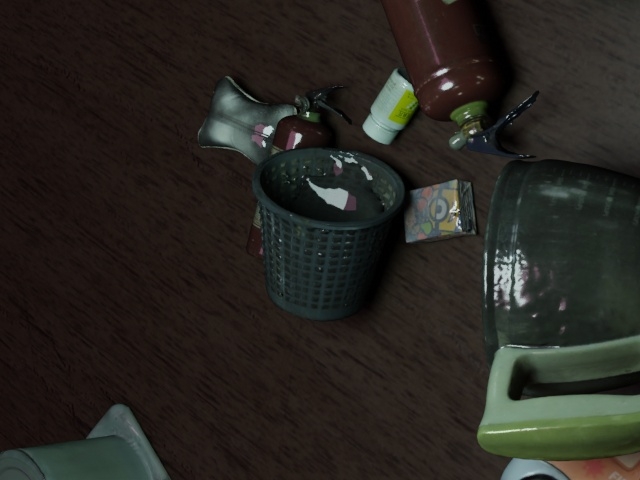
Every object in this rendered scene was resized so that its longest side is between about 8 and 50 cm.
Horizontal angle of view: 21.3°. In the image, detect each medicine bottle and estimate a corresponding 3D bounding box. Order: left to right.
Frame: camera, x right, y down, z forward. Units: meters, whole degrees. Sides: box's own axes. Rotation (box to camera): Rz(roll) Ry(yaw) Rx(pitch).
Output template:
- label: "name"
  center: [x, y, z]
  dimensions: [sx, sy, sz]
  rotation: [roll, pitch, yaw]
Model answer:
- label: "medicine bottle"
  center: [0.086, -0.155, 1.968]
  dimensions: [0.047, 0.047, 0.083]
  rotation: [48, 120, 31]

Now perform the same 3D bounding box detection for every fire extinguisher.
- label: "fire extinguisher"
  center: [-0.019, -0.082, 2.048]
  dimensions: [0.099, 0.071, 0.231]
  rotation: [25, 106, 35]
- label: "fire extinguisher"
  center: [0.148, -0.228, 1.877]
  dimensions: [0.138, 0.102, 0.344]
  rotation: [-31, 70, 35]

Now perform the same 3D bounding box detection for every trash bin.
- label: "trash bin"
  center: [0.000, 0.000, 1.967]
  dimensions: [0.175, 0.175, 0.161]
  rotation: [36, 131, 36]

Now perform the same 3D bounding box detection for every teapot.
- label: "teapot"
  center: [0.274, 0.050, 1.644]
  dimensions: [0.239, 0.321, 0.239]
  rotation: [1, 105, 21]

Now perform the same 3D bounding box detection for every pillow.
- label: "pillow"
  center: [-0.093, -0.142, 2.119]
  dimensions: [0.136, 0.055, 0.091]
  rotation: [28, 77, 35]

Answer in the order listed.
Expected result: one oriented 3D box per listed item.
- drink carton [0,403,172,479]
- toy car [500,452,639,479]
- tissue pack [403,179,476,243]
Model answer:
- label: "drink carton"
  center: [-0.327, 0.346, 2.248]
  dimensions: [0.191, 0.189, 0.185]
  rotation: [-49, 66, 31]
- label: "toy car"
  center: [0.321, 0.270, 1.669]
  dimensions: [0.212, 0.180, 0.270]
  rotation: [-47, 58, -6]
- label: "tissue pack"
  center: [0.133, -0.031, 1.934]
  dimensions: [0.083, 0.035, 0.063]
  rotation: [-13, 79, 40]
